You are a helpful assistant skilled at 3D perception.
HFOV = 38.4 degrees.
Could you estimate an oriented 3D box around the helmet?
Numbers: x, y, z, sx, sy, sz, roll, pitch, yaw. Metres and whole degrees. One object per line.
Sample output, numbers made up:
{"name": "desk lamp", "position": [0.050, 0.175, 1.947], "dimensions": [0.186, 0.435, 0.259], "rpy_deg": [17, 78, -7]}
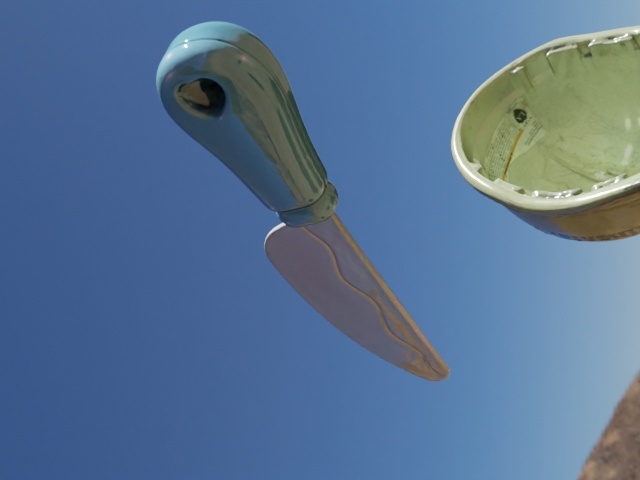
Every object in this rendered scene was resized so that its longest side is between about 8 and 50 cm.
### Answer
{"name": "helmet", "position": [0.251, -0.070, 0.762], "dimensions": [0.137, 0.257, 0.204], "rpy_deg": [49, -123, -35]}

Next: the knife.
{"name": "knife", "position": [-0.002, 0.000, 0.434], "dimensions": [0.032, 0.058, 0.244], "rpy_deg": [-79, -31, -41]}
